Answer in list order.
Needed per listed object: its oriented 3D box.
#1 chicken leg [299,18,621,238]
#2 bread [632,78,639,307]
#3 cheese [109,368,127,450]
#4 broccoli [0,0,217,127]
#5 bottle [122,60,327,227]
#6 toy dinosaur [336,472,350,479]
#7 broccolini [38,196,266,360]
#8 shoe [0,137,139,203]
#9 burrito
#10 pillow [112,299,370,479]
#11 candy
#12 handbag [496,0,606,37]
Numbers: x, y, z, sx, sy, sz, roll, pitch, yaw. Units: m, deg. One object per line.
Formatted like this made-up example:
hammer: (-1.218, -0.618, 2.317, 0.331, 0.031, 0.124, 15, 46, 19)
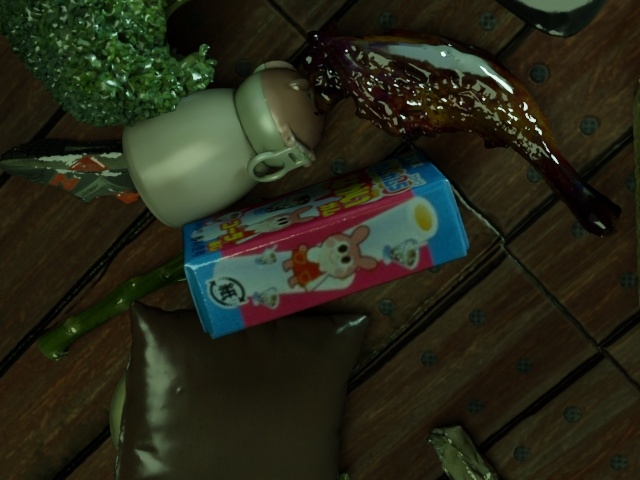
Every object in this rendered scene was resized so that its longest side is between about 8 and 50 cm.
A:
chicken leg: (0.167, -0.141, 1.363, 0.407, 0.158, 0.096, 31, 150, 5)
bread: (0.502, -0.015, 1.313, 0.323, 0.143, 0.333, -1, 110, 14)
cheese: (-0.184, 0.169, 1.587, 0.163, 0.071, 0.249, 10, 102, 7)
broccoli: (-0.242, -0.284, 1.405, 0.375, 0.301, 0.249, 58, 134, 24)
bottle: (-0.100, -0.122, 1.449, 0.236, 0.147, 0.148, -23, 99, 14)
toy dinosaur: (0.017, 0.319, 1.607, 0.060, 0.029, 0.120, -14, 103, 27)
broccolini: (-0.204, 0.064, 1.579, 0.392, 0.079, 0.074, -31, 97, 27)
shoe: (-0.312, -0.083, 1.552, 0.194, 0.074, 0.077, 0, 111, 12)
burrito: (0.210, 0.324, 1.543, 0.063, 0.058, 0.229, -34, 97, 16)
pillow: (-0.100, 0.223, 1.507, 0.305, 0.108, 0.308, 2, 103, -21)
candy: (0.000, -0.001, 1.396, 0.305, 0.157, 0.100, -17, 108, -1)
handbag: (0.192, -0.378, 1.331, 0.332, 0.075, 0.192, 37, 106, 6)
